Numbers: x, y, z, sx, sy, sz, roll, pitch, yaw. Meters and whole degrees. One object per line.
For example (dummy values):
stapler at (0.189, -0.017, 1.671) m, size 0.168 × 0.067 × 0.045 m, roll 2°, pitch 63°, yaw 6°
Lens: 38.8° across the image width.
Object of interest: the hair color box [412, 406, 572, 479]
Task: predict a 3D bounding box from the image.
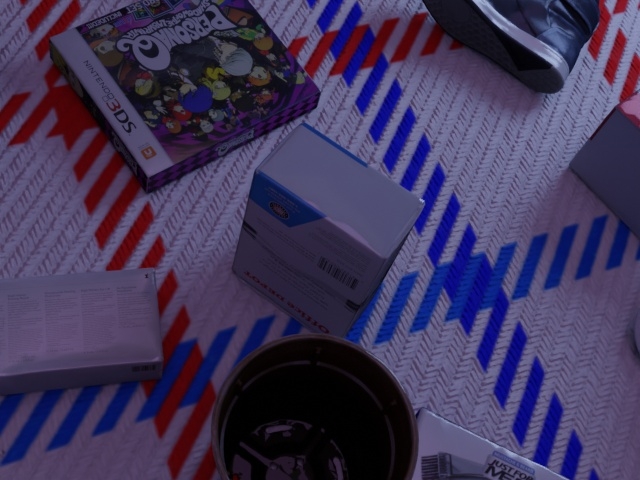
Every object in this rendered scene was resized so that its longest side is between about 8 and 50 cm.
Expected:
hair color box at (0.096, 0.337, 0.762) m, size 0.185 × 0.110 × 0.339 m, roll 26°, pitch 63°, yaw 5°

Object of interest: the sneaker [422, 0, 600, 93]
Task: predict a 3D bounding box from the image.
sneaker at (0.242, -0.307, 1.132) m, size 0.226 × 0.086 × 0.163 m, roll 37°, pitch 72°, yaw -2°

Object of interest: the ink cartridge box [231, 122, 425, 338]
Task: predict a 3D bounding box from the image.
ink cartridge box at (0.000, 0.000, 0.873) m, size 0.139 × 0.191 × 0.082 m, roll 35°, pitch 60°, yaw 8°

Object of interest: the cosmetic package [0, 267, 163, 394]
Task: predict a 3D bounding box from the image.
cosmetic package at (-0.271, 0.088, 0.849) m, size 0.239 × 0.060 × 0.099 m, roll -3°, pitch 65°, yaw -13°

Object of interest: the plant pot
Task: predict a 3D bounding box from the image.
plant pot at (-0.016, 0.189, 0.785) m, size 0.167 × 0.165 × 0.167 m, roll 4°, pitch 61°, yaw -8°

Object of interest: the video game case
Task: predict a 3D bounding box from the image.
video game case at (-0.151, -0.188, 1.028) m, size 0.232 × 0.042 × 0.210 m, roll -30°, pitch 73°, yaw -23°

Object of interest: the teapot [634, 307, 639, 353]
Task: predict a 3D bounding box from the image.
teapot at (0.470, 0.015, 0.942) m, size 0.187 × 0.252 × 0.256 m, roll 34°, pitch 50°, yaw 20°

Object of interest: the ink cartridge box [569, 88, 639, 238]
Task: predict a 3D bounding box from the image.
ink cartridge box at (0.409, -0.116, 1.047) m, size 0.176 × 0.128 × 0.127 m, roll -34°, pitch 74°, yaw -24°
